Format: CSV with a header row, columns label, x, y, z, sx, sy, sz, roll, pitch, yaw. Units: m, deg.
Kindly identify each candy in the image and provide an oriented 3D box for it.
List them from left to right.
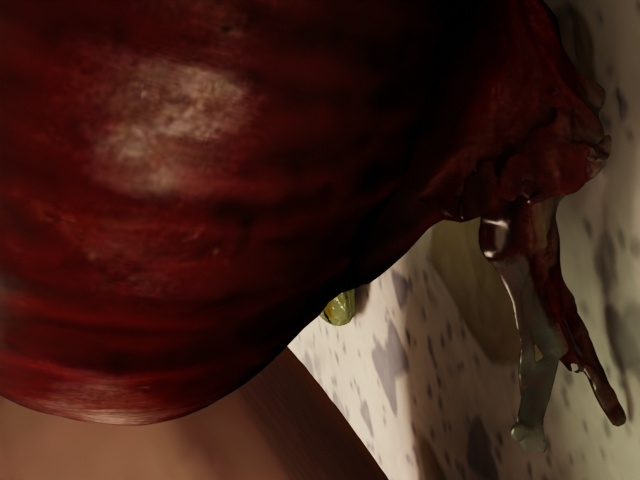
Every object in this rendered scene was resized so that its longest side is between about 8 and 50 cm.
label,x,y,z,sx,sy,sz,roll,pitch,yaw
candy,-0.018,0.129,0.586,0.255,0.094,0.255,55,-175,-7

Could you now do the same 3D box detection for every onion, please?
label,x,y,z,sx,sy,sz,roll,pitch,yaw
onion,-0.012,-0.066,0.439,0.273,0.285,0.273,-155,90,-87

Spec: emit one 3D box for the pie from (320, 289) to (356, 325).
label,x,y,z,sx,sy,sz,roll,pitch,yaw
pie,0.000,0.002,0.743,0.084,0.021,0.084,170,90,-77
